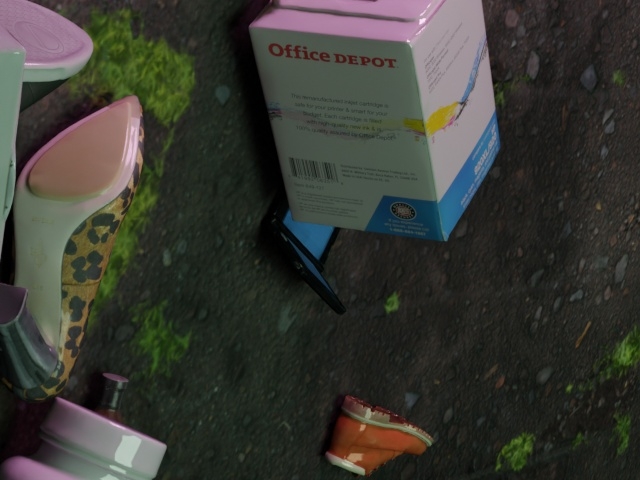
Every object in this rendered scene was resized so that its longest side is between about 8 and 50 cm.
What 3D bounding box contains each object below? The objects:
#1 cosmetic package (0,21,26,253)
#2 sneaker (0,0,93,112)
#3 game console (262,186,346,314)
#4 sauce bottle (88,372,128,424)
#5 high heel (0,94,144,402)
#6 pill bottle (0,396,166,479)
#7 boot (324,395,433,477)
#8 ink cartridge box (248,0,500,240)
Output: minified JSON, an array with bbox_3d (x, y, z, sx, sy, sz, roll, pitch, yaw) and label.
[{"bbox_3d":[-0.393,-0.045,1.232,0.385,0.156,0.217,-9,126,-36],"label":"cosmetic package"},{"bbox_3d":[-0.292,-0.099,1.544,0.147,0.104,0.296,-61,168,28],"label":"sneaker"},{"bbox_3d":[0.000,0.000,2.013,0.071,0.107,0.122,-38,143,4],"label":"game console"},{"bbox_3d":[-0.208,0.189,1.839,0.042,0.042,0.128,10,100,-56],"label":"sauce bottle"},{"bbox_3d":[-0.216,0.011,1.729,0.186,0.093,0.261,84,30,-60],"label":"high heel"},{"bbox_3d":[-0.242,0.284,1.743,0.152,0.152,0.272,32,79,-55],"label":"pill bottle"},{"bbox_3d":[0.064,0.233,2.234,0.158,0.059,0.085,22,91,-48],"label":"boot"},{"bbox_3d":[0.059,-0.148,1.906,0.168,0.171,0.233,-55,145,-43],"label":"ink cartridge box"}]
